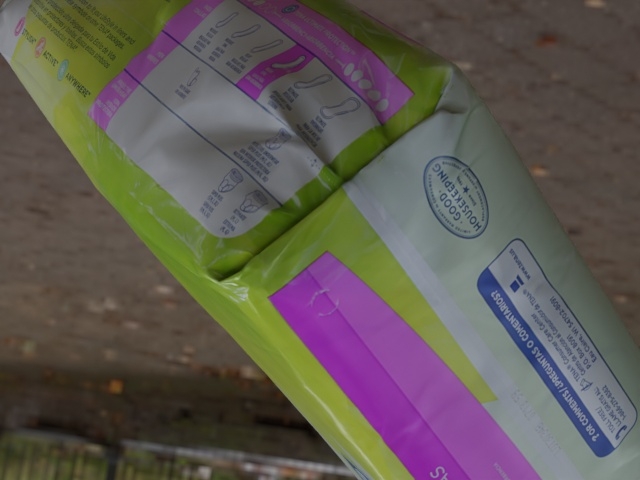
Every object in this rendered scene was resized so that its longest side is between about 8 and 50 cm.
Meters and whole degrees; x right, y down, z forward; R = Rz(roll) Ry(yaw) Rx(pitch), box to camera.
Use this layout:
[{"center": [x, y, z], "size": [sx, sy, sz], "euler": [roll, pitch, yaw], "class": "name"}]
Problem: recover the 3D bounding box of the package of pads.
[{"center": [0.000, 0.000, 0.610], "size": [0.229, 0.101, 0.296], "euler": [52, 174, -32], "class": "package of pads"}]
